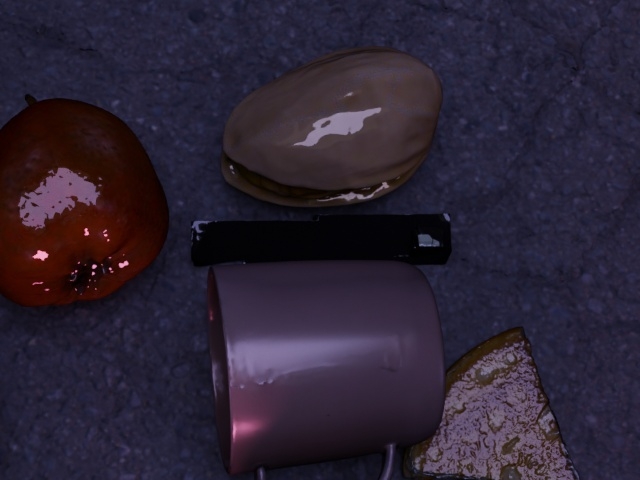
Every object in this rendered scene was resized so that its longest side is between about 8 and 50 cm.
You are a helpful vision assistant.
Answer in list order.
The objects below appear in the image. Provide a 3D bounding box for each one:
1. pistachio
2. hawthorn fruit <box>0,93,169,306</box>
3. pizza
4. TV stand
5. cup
[{"bbox_3d":[0.012,-0.111,1.618,0.229,0.157,0.157,-18,75,-8],"label":"pistachio"},{"bbox_3d":[-0.248,-0.052,1.567,0.196,0.196,0.225,-15,61,-9],"label":"hawthorn fruit"},{"bbox_3d":[0.186,0.180,1.598,0.176,0.036,0.185,27,75,6],"label":"pizza"},{"bbox_3d":[0.000,0.000,1.636,0.256,0.049,0.040,0,74,-5],"label":"TV stand"},{"bbox_3d":[0.007,0.140,1.516,0.200,0.191,0.253,-4,69,-8],"label":"cup"}]
